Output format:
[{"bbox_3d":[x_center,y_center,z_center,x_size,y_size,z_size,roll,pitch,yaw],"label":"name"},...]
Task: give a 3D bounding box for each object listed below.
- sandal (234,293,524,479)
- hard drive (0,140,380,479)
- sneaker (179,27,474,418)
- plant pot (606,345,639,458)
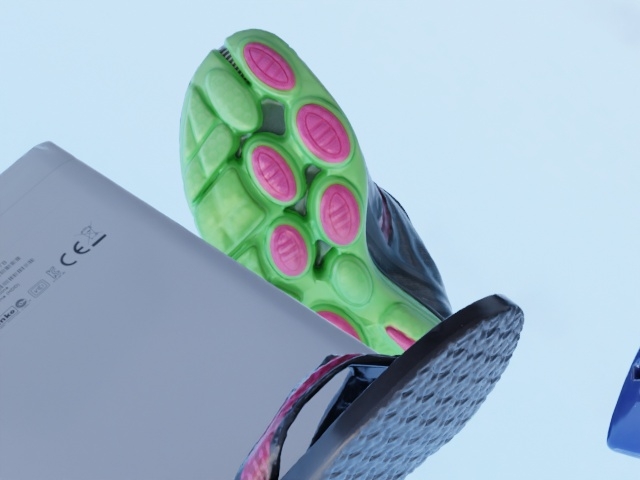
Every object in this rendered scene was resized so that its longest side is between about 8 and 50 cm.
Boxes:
[{"bbox_3d":[-0.004,0.076,0.550,0.040,0.179,0.067,51,-169,29],"label":"sandal"},{"bbox_3d":[-0.148,0.086,1.014,0.353,0.047,0.233,31,-116,36],"label":"hard drive"},{"bbox_3d":[0.000,0.000,1.593,0.482,0.185,0.202,62,-175,-28],"label":"sneaker"},{"bbox_3d":[0.404,0.103,1.286,0.236,0.212,0.236,14,176,-30],"label":"plant pot"}]
